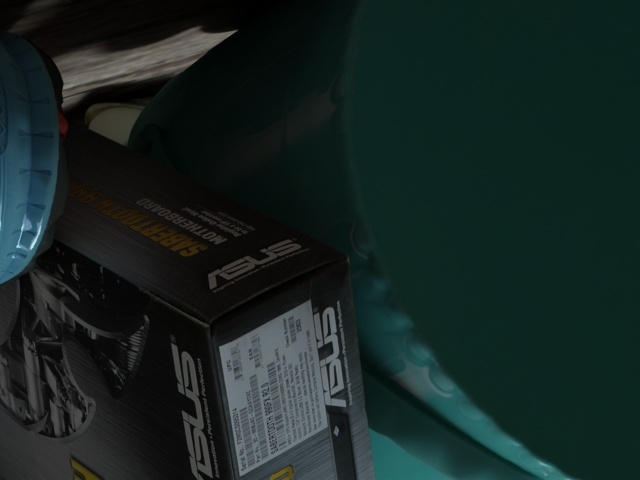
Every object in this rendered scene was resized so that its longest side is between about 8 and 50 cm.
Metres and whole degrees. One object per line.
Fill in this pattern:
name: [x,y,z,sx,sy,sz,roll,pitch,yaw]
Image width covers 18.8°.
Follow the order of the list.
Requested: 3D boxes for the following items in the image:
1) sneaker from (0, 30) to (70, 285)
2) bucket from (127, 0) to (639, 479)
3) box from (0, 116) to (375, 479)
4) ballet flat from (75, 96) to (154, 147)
sneaker: [-0.202,-0.010,0.618,0.125,0.104,0.262,11,150,-45]
bucket: [0.075,0.002,0.718,0.281,0.281,0.183,-16,170,-29]
box: [-0.055,0.084,0.661,0.056,0.231,0.183,-27,-145,-32]
ballet flat: [-0.112,-0.017,0.840,0.241,0.091,0.077,-22,148,-17]
